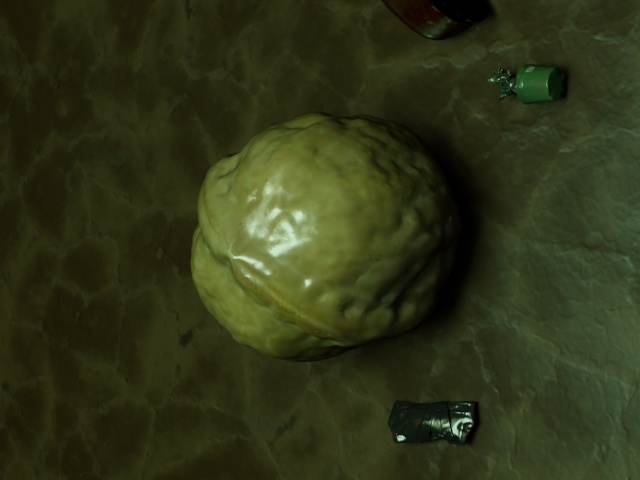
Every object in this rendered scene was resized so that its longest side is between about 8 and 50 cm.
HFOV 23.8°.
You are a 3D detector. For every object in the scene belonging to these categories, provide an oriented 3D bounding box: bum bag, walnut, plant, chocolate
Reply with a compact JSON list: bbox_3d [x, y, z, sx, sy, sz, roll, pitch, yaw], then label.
[{"bbox_3d":[0.137,0.225,1.884,0.124,0.034,0.058,-7,69,37],"label":"bum bag"},{"bbox_3d":[-0.002,-0.003,1.813,0.306,0.344,0.306,4,98,32],"label":"walnut"},{"bbox_3d":[0.240,-0.187,1.820,0.102,0.051,0.051,6,91,42],"label":"plant"},{"bbox_3d":[0.127,-0.303,1.881,0.080,0.125,0.149,-49,63,44],"label":"chocolate"}]
